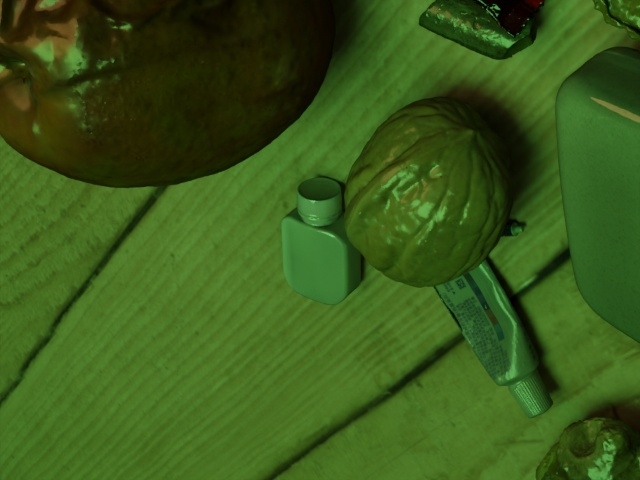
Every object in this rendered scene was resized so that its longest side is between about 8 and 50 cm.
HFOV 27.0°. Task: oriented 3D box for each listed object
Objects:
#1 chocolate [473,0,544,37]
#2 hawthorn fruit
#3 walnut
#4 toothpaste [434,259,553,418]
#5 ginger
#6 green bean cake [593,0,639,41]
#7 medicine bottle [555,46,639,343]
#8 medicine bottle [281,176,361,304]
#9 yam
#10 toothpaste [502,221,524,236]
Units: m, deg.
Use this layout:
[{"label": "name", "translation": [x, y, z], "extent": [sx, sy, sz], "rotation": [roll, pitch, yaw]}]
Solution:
[{"label": "chocolate", "translation": [0.186, -0.322, 1.573], "extent": [0.182, 0.028, 0.086], "rotation": [42, 93, 12]}, {"label": "hawthorn fruit", "translation": [-0.221, -0.281, 1.687], "extent": [0.472, 0.472, 0.472], "rotation": [22, 132, 27]}, {"label": "walnut", "translation": [0.141, -0.061, 1.705], "extent": [0.225, 0.225, 0.261], "rotation": [43, 139, 7]}, {"label": "toothpaste", "translation": [0.238, 0.121, 1.867], "extent": [0.099, 0.068, 0.282], "rotation": [-30, 88, 18]}, {"label": "ginger", "translation": [0.435, 0.347, 1.815], "extent": [0.270, 0.123, 0.219], "rotation": [34, 140, 3]}, {"label": "green bean cake", "translation": [0.412, -0.294, 1.354], "extent": [0.230, 0.131, 0.224], "rotation": [33, 134, 22]}, {"label": "medicine bottle", "translation": [0.390, -0.027, 1.509], "extent": [0.282, 0.123, 0.375], "rotation": [35, 152, 43]}, {"label": "medicine bottle", "translation": [0.000, 0.000, 1.969], "extent": [0.119, 0.069, 0.183], "rotation": [21, 132, 30]}, {"label": "yam", "translation": [0.194, -0.261, 1.613], "extent": [0.146, 0.070, 0.070], "rotation": [27, 134, 22]}, {"label": "toothpaste", "translation": [0.239, -0.014, 1.791], "extent": [0.083, 0.019, 0.027], "rotation": [-4, 141, 43]}]
